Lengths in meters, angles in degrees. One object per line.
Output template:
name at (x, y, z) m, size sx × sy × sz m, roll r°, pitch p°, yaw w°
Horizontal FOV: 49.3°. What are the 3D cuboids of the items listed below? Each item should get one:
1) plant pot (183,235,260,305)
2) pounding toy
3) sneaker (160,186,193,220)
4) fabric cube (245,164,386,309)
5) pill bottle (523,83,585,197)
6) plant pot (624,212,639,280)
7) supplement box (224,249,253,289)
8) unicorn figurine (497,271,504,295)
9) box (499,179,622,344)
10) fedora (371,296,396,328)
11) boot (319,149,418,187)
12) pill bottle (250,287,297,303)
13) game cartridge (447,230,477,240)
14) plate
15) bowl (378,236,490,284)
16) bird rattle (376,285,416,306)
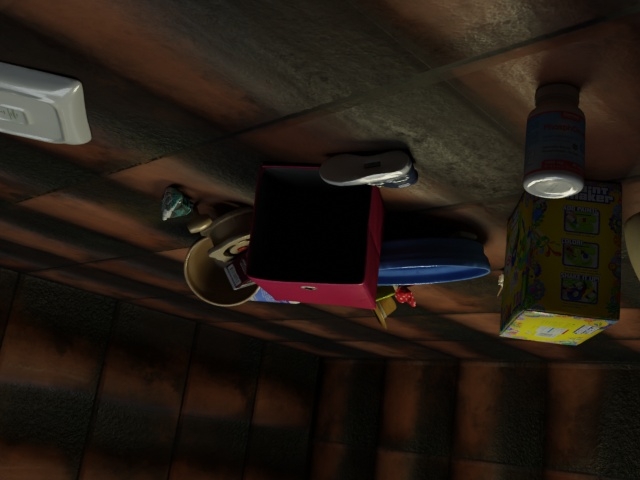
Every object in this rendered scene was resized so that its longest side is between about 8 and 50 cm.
plant pot at (-0.280, 0.068, 2.079) m, size 0.237 × 0.237 × 0.109 m, roll 8°, pitch -156°, yaw -1°
pounding toy at (-0.239, -0.048, 1.835) m, size 0.154 × 0.154 × 0.269 m, roll -24°, pitch 168°, yaw 6°
sneaker at (-0.359, -0.096, 1.772) m, size 0.076 × 0.065 × 0.166 m, roll -3°, pitch 171°, yaw -22°
fabric cube at (0.000, 0.000, 1.552) m, size 0.254 × 0.259 × 0.258 m, roll 3°, pitch 164°, yaw 11°
pill bottle at (0.356, -0.151, 1.057) m, size 0.087 × 0.160 × 0.087 m, roll 7°, pitch 163°, yaw 2°
plant pot at (0.803, 0.057, 1.490) m, size 0.284 × 0.190 × 0.284 m, roll 8°, pitch 163°, yaw 2°
supplement box at (-0.139, 0.044, 1.884) m, size 0.130 × 0.073 × 0.239 m, roll -15°, pitch 165°, yaw -48°
unicorn figurine at (0.563, 0.097, 1.980) m, size 0.111 × 0.060 × 0.162 m, roll 4°, pitch 147°, yaw 15°
box at (0.493, 0.052, 1.460) m, size 0.177 × 0.279 × 0.290 m, roll 6°, pitch 164°, yaw 6°
fedora at (0.208, 0.213, 2.408) m, size 0.079 × 0.194 × 0.194 m, roll -30°, pitch 161°, yaw -3°
boot at (0.098, -0.130, 1.401) m, size 0.190 × 0.069 × 0.086 m, roll -1°, pitch 158°, yaw 23°
pill bottle at (-0.125, 0.120, 2.186) m, size 0.272 × 0.152 × 0.152 m, roll 3°, pitch 163°, yaw 17°
game cartridge at (0.359, -0.004, 1.794) m, size 0.056 × 0.017 × 0.083 m, roll 15°, pitch 162°, yaw -10°
plate at (-0.594, -0.260, 1.341) m, size 0.278 × 0.045 × 0.277 m, roll 12°, pitch 163°, yaw -11°
bowl at (0.240, 0.058, 1.814) m, size 0.391 × 0.077 × 0.391 m, roll -2°, pitch 170°, yaw 0°
bird rattle at (0.188, 0.120, 2.182) m, size 0.207 × 0.143 × 0.253 m, roll 11°, pitch 180°, yaw 32°
